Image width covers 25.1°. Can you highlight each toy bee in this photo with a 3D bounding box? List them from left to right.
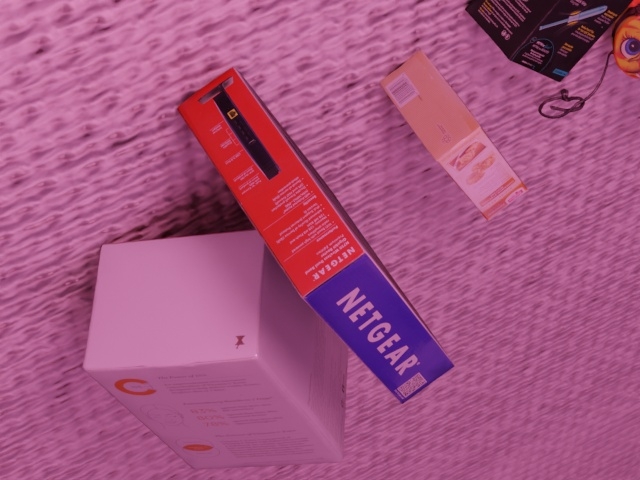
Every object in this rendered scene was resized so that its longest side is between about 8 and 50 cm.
[{"bbox_3d":[0.438,-0.244,1.834,0.298,0.195,0.162,-14,119,-10],"label":"toy bee"}]

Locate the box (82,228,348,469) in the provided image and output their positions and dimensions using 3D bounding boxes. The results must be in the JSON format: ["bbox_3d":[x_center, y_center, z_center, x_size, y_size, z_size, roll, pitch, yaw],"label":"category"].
[{"bbox_3d":[-0.115,0.145,1.777,0.215,0.168,0.345,-5,151,16],"label":"box"}]

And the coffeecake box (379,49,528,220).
[{"bbox_3d":[0.166,-0.126,1.765,0.068,0.142,0.185,-38,146,8],"label":"coffeecake box"}]

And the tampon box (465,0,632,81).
[{"bbox_3d":[0.277,-0.288,1.690,0.120,0.101,0.161,14,124,-49],"label":"tampon box"}]

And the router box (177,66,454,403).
[{"bbox_3d":[0.000,0.000,1.643,0.082,0.301,0.335,-36,146,3],"label":"router box"}]
